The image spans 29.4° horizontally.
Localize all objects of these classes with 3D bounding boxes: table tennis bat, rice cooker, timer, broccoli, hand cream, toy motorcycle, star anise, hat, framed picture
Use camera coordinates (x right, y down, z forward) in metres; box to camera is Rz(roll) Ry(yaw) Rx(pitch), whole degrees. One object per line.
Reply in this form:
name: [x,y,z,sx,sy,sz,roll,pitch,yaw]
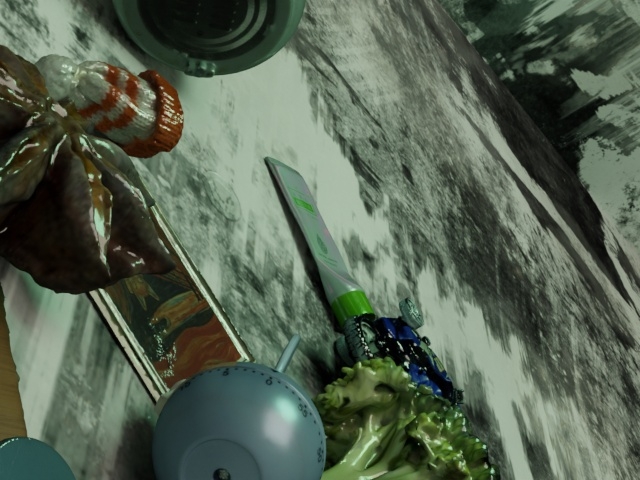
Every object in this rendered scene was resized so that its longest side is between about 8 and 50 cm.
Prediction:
table tennis bat: [-0.232,0.190,0.928,0.155,0.019,0.100,52,36,-37]
rice cooker: [-0.139,-0.375,1.577,0.316,0.264,0.317,-19,90,-74]
timer: [-0.084,0.171,1.152,0.175,0.175,0.255,48,5,-24]
broccoli: [0.061,0.260,1.252,0.243,0.247,0.263,-3,101,-31]
hand cream: [-0.001,0.001,1.677,0.079,0.050,0.275,75,-9,-62]
toy motorcycle: [0.109,0.174,1.571,0.169,0.113,0.315,63,15,14]
star anise: [-0.263,-0.069,1.078,0.331,0.117,0.332,39,16,-13]
hat: [-0.236,-0.157,1.322,0.162,0.093,0.112,30,23,-39]
framed picture: [-0.173,0.049,1.275,0.273,0.016,0.216,58,22,-1]

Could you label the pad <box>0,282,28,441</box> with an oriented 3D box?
pad: [-0.344,0.042,0.919,0.286,0.018,0.284,27,38,-53]
